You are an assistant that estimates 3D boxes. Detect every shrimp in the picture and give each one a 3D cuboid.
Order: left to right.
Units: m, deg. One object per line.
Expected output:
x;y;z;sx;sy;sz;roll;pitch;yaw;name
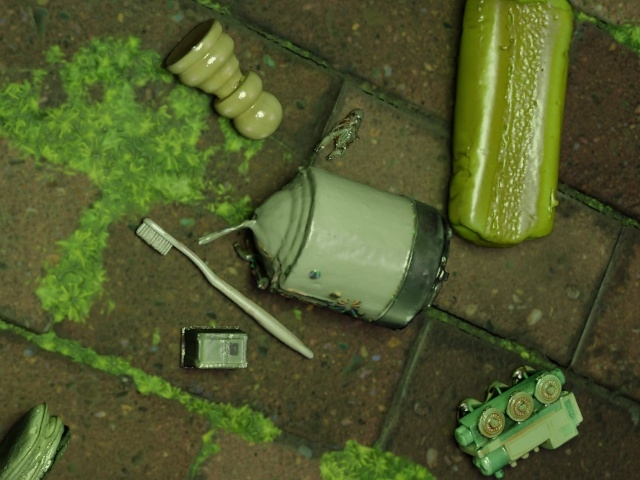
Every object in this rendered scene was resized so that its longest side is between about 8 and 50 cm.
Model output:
0.032;-0.145;2.007;0.092;0.029;0.038;-41;113;-9;shrimp

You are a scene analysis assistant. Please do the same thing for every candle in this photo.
0.000;0.000;1.915;0.330;0.187;0.187;17;85;-19;candle

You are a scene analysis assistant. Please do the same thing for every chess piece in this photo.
-0.122;-0.204;1.922;0.094;0.094;0.170;-47;113;-13;chess piece

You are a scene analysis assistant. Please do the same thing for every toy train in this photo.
0.285;0.265;2.083;0.194;0.081;0.125;-29;105;-19;toy train

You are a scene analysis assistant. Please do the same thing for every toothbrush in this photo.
-0.127;0.072;1.952;0.307;0.025;0.029;40;86;-16;toothbrush

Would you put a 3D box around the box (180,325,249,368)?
-0.140;0.146;1.928;0.084;0.063;0.060;3;91;-20;box

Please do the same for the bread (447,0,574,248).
0.264;-0.180;2.046;0.166;0.112;0.384;5;91;-18;bread

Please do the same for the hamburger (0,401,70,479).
-0.369;0.273;1.807;0.062;0.140;0.133;36;45;-17;hamburger
